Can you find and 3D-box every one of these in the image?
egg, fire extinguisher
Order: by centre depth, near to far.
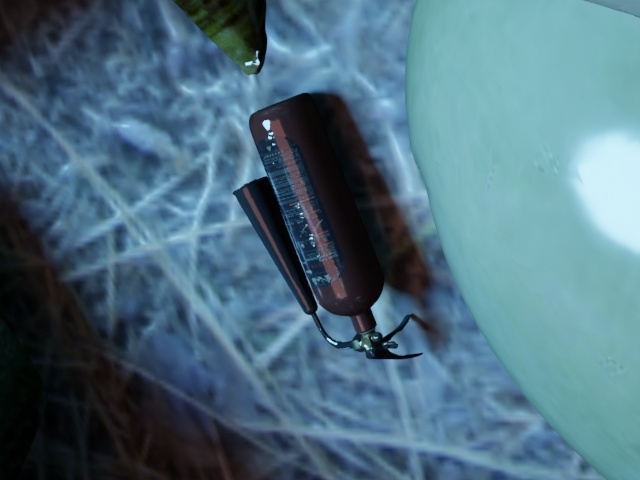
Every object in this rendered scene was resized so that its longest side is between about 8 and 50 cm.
[{"bbox_3d":[0.136,-0.009,0.390,0.253,0.186,0.186,30,126,12],"label":"egg"},{"bbox_3d":[-0.004,0.002,0.578,0.046,0.032,0.100,-17,99,25],"label":"fire extinguisher"}]

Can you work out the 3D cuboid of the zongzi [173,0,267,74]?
[{"bbox_3d":[-0.032,-0.208,0.434,0.241,0.111,0.248,45,122,5],"label":"zongzi"}]

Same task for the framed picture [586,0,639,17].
[{"bbox_3d":[0.121,-0.116,0.339,0.289,0.211,0.020,21,150,20],"label":"framed picture"}]

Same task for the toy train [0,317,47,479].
[{"bbox_3d":[-0.260,0.175,0.587,0.272,0.442,0.179,-8,136,29],"label":"toy train"}]
